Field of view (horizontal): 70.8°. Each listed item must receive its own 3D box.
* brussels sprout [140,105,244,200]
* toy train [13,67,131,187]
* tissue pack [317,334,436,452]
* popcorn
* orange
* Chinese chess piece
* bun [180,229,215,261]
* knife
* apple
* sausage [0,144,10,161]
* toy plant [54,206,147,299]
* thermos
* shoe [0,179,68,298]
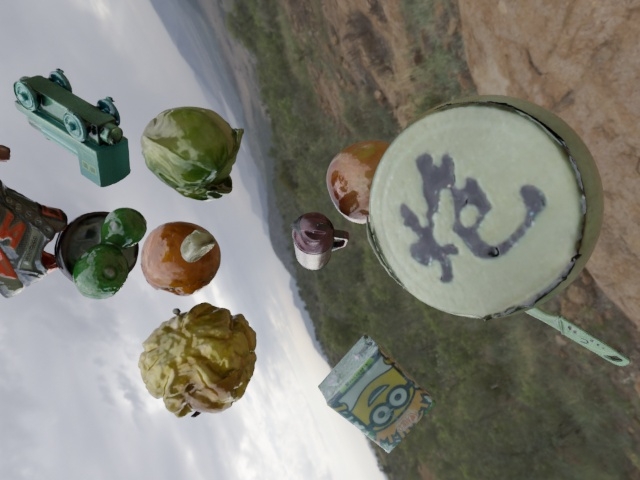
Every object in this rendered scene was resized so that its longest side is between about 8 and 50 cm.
[{"bbox_3d":[-0.364,-0.256,1.317,0.294,0.259,0.227,31,-151,-22],"label":"brussels sprout"},{"bbox_3d":[-0.587,-0.269,1.065,0.298,0.120,0.194,31,135,14],"label":"toy train"},{"bbox_3d":[0.178,0.475,1.395,0.311,0.228,0.128,45,177,-21],"label":"tissue pack"},{"bbox_3d":[-0.348,0.375,1.354,0.349,0.349,0.381,-121,16,-51],"label":"popcorn"},{"bbox_3d":[-0.422,0.056,1.367,0.240,0.240,0.240,64,176,8],"label":"orange"},{"bbox_3d":[0.243,-0.049,0.713,0.146,0.349,0.349,-15,-104,-53],"label":"Chinese chess piece"},{"bbox_3d":[-0.286,0.008,1.033,0.055,0.086,0.086,49,174,6],"label":"bun"},{"bbox_3d":[0.503,0.173,0.961,0.293,0.020,0.043,36,142,35],"label":"knife"},{"bbox_3d":[0.146,-0.165,1.273,0.253,0.254,0.253,64,176,8],"label":"apple"},{"bbox_3d":[-0.736,-0.188,0.907,0.043,0.186,0.043,-3,86,50],"label":"sausage"},{"bbox_3d":[-0.489,0.026,1.008,0.235,0.218,0.175,-5,147,43],"label":"toy plant"},{"bbox_3d":[-0.007,0.005,1.205,0.136,0.109,0.330,33,169,6],"label":"thermos"},{"bbox_3d":[-0.612,-0.044,0.916,0.132,0.171,0.336,37,136,38],"label":"shoe"}]
